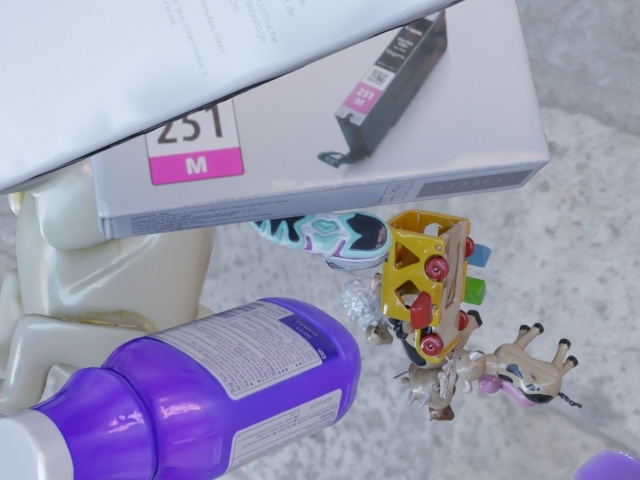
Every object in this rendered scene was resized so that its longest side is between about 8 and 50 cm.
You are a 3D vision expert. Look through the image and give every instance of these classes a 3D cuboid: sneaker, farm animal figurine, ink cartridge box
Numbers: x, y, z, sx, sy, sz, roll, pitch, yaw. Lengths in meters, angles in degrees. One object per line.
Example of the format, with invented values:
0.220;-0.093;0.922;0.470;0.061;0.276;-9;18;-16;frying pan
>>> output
0.000;0.000;0.763;0.098;0.069;0.038;17;74;11;sneaker
0.200;0.175;1.789;0.327;0.172;0.330;54;143;-10;farm animal figurine
-0.049;-0.131;0.395;0.332;0.065;0.165;-17;97;29;ink cartridge box
-0.015;-0.136;0.713;0.060;0.275;0.239;119;142;-73;ink cartridge box

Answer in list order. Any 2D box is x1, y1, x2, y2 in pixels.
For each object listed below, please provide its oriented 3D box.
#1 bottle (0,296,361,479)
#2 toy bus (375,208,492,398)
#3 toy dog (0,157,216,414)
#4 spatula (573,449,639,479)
-0.096;0.116;0.803;0.118;0.283;0.092;26;117;34;bottle
0.121;0.062;1.392;0.104;0.202;0.191;12;157;26;toy bus
-0.216;0.057;1.278;0.284;0.395;0.408;11;120;58;toy dog
0.255;0.193;0.540;0.296;0.030;0.084;30;156;9;spatula
